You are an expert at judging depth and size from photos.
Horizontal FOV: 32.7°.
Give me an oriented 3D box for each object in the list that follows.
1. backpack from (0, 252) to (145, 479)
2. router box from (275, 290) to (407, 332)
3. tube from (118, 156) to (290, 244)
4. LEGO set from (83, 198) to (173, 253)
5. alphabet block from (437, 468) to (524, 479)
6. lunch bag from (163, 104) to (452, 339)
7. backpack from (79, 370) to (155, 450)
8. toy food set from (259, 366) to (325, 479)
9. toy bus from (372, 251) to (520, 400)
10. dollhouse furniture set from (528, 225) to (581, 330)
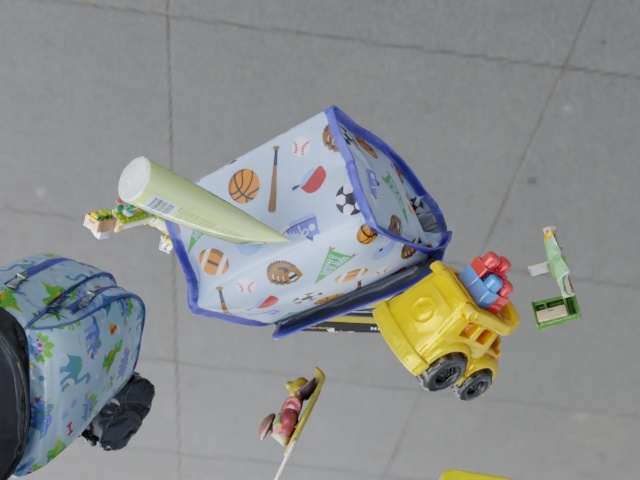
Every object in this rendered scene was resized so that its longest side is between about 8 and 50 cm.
[{"bbox_3d":[-0.404,0.161,1.547,0.273,0.355,0.290,7,107,-1],"label":"backpack"},{"bbox_3d":[0.058,0.093,2.220,0.309,0.081,0.243,1,144,2],"label":"router box"},{"bbox_3d":[-0.152,-0.037,1.413,0.240,0.070,0.062,27,109,-42],"label":"tube"},{"bbox_3d":[-0.296,-0.046,2.038,0.287,0.132,0.107,22,130,-35],"label":"LEGO set"},{"bbox_3d":[0.262,0.498,1.757,0.192,0.193,0.197,8,150,-2],"label":"alphabet block"},{"bbox_3d":[0.000,0.000,1.695,0.328,0.239,0.385,-24,161,19],"label":"lunch bag"},{"bbox_3d":[-0.376,0.266,1.837,0.182,0.152,0.115,21,160,38],"label":"backpack"},{"bbox_3d":[-0.058,0.308,1.929,0.071,0.218,0.128,26,131,4],"label":"toy food set"},{"bbox_3d":[0.222,0.115,1.638,0.211,0.149,0.220,-46,140,16],"label":"toy bus"},{"bbox_3d":[0.283,0.052,1.358,0.059,0.076,0.151,-16,144,12],"label":"dollhouse furniture set"}]
